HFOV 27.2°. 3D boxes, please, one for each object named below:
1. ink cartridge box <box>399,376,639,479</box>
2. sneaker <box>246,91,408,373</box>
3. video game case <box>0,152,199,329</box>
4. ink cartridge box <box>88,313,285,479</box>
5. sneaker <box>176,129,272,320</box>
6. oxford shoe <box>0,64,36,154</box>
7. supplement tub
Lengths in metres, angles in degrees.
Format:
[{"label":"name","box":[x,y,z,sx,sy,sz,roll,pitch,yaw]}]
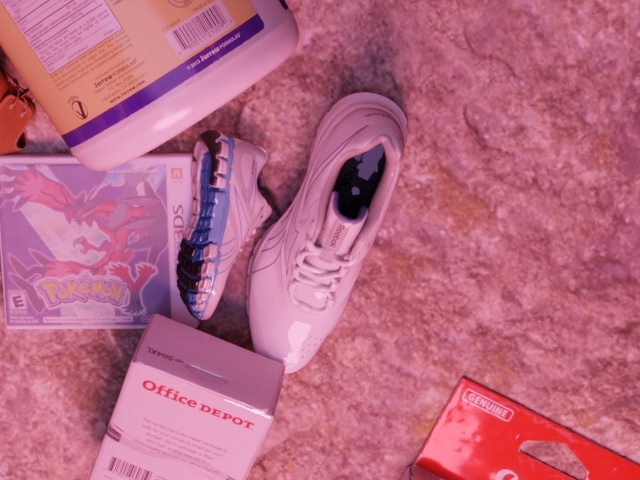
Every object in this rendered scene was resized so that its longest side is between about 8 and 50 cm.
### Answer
[{"label":"ink cartridge box","box":[0.212,0.312,1.409,0.275,0.060,0.239,27,104,-6]},{"label":"sneaker","box":[0.000,0.000,1.297,0.111,0.129,0.297,18,105,-7]},{"label":"video game case","box":[-0.227,0.002,1.354,0.201,0.023,0.184,0,104,1]},{"label":"ink cartridge box","box":[-0.138,0.193,1.336,0.148,0.086,0.203,22,124,-4]},{"label":"sneaker","box":[-0.089,-0.011,1.322,0.082,0.071,0.191,5,101,-34]},{"label":"oxford shoe","box":[-0.306,-0.141,1.243,0.076,0.212,0.076,6,70,-7]},{"label":"supplement tub","box":[-0.197,-0.255,1.177,0.241,0.241,0.331,-31,101,8]}]
